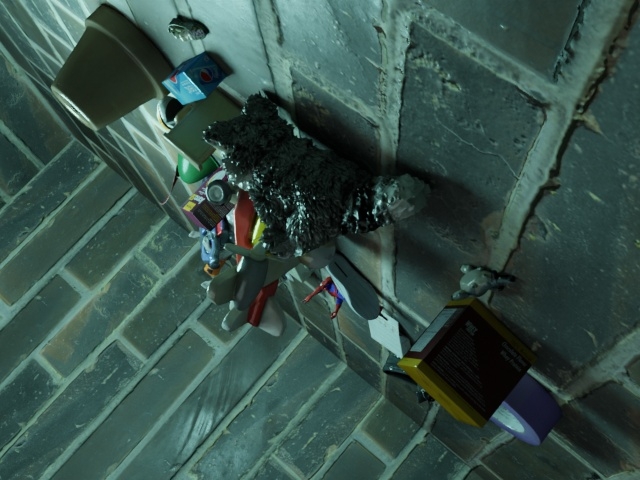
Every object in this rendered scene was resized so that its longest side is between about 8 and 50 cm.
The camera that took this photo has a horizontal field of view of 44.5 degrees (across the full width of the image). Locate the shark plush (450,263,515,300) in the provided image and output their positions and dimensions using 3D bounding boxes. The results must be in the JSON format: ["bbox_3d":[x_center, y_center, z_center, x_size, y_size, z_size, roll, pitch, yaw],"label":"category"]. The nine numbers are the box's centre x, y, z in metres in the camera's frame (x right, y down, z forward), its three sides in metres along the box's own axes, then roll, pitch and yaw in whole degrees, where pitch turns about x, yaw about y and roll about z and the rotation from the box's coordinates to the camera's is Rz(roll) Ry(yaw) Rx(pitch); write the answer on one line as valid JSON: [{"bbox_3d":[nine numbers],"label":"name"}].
[{"bbox_3d":[0.310,0.073,1.449,0.067,0.073,0.161,25,150,-16],"label":"shark plush"}]

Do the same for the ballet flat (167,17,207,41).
[{"bbox_3d":[-0.263,-0.406,1.526,0.114,0.041,0.041,29,162,44],"label":"ballet flat"}]

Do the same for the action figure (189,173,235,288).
[{"bbox_3d":[-0.308,-0.042,2.469,0.179,0.341,0.330,9,153,-27],"label":"action figure"}]

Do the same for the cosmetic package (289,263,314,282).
[{"bbox_3d":[-0.099,-0.019,2.165,0.160,0.113,0.309,37,166,22],"label":"cosmetic package"}]

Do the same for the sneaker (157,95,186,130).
[{"bbox_3d":[-0.348,-0.302,2.065,0.083,0.084,0.215,13,155,40],"label":"sneaker"}]

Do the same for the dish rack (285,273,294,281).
[{"bbox_3d":[-0.213,-0.001,2.660,0.285,0.072,0.333,47,166,-27],"label":"dish rack"}]

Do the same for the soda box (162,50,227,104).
[{"bbox_3d":[-0.276,-0.348,1.694,0.071,0.067,0.210,46,166,-20],"label":"soda box"}]

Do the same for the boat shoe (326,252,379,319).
[{"bbox_3d":[0.088,0.120,2.181,0.226,0.083,0.076,58,175,-15],"label":"boat shoe"}]

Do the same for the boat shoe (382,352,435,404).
[{"bbox_3d":[0.329,0.455,2.458,0.340,0.113,0.127,33,164,35],"label":"boat shoe"}]

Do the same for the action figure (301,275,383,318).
[{"bbox_3d":[0.053,0.191,2.373,0.091,0.139,0.280,51,167,-29],"label":"action figure"}]

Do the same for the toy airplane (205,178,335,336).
[{"bbox_3d":[-0.095,0.038,1.748,0.273,0.386,0.384,5,150,25],"label":"toy airplane"}]

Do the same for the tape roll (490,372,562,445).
[{"bbox_3d":[0.443,0.373,1.899,0.275,0.090,0.275,40,167,11],"label":"tape roll"}]

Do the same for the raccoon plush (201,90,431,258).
[{"bbox_3d":[-0.012,-0.161,1.451,0.446,0.216,0.299,-19,107,43],"label":"raccoon plush"}]

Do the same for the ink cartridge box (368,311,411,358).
[{"bbox_3d":[0.208,0.265,2.403,0.145,0.045,0.179,33,146,38],"label":"ink cartridge box"}]

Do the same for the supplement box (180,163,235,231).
[{"bbox_3d":[-0.291,-0.124,2.209,0.081,0.188,0.104,50,165,-30],"label":"supplement box"}]

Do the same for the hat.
[{"bbox_3d":[-0.419,-0.195,2.365,0.173,0.183,0.208,33,165,33],"label":"hat"}]

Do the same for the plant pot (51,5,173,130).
[{"bbox_3d":[-0.518,-0.393,1.904,0.263,0.229,0.263,39,168,10],"label":"plant pot"}]

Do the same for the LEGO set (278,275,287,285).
[{"bbox_3d":[-0.148,0.041,2.399,0.182,0.060,0.244,55,-154,0],"label":"LEGO set"}]

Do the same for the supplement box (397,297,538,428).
[{"bbox_3d":[0.310,0.256,1.660,0.191,0.194,0.129,43,167,-5],"label":"supplement box"}]

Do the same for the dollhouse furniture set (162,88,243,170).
[{"bbox_3d":[-0.261,-0.227,1.836,0.212,0.161,0.242,40,167,6],"label":"dollhouse furniture set"}]
